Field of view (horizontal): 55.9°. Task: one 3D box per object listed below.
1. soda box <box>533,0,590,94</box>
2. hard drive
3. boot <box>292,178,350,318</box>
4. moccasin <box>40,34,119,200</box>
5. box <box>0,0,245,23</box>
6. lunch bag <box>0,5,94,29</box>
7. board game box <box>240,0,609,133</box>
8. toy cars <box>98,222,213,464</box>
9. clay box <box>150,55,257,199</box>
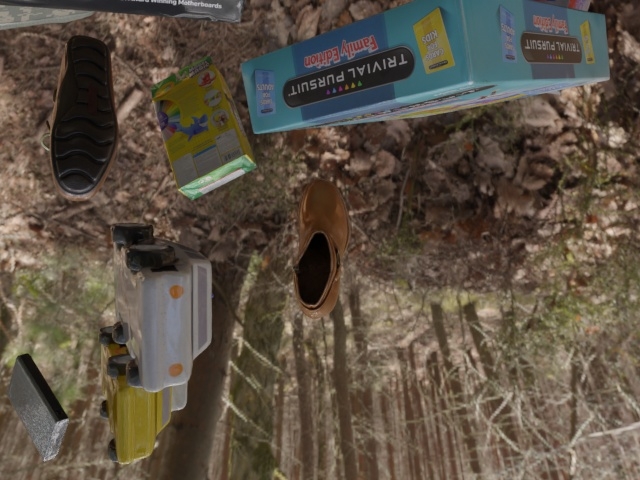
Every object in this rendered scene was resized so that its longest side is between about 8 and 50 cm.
[{"bbox_3d":[0.393,-0.389,1.017,0.092,0.083,0.263,6,102,-51],"label":"soda box"},{"bbox_3d":[-0.428,0.250,0.909,0.022,0.135,0.094,-10,136,-49],"label":"hard drive"},{"bbox_3d":[0.000,0.000,0.767,0.073,0.197,0.152,-3,170,5],"label":"boot"},{"bbox_3d":[-0.511,-0.249,1.274,0.139,0.379,0.147,0,154,-31],"label":"moccasin"},{"bbox_3d":[-0.176,-0.234,0.300,0.308,0.076,0.242,-2,155,-18],"label":"box"},{"bbox_3d":[-0.334,-0.317,0.571,0.287,0.168,0.235,-8,170,-31],"label":"lunch bag"},{"bbox_3d":[0.126,-0.183,0.655,0.254,0.336,0.079,-3,100,43],"label":"board game box"},{"bbox_3d":[-0.151,0.099,0.561,0.087,0.176,0.393,-2,150,-24],"label":"toy cars"},{"bbox_3d":[-0.199,-0.192,1.007,0.128,0.222,0.053,-25,155,9],"label":"clay box"}]
